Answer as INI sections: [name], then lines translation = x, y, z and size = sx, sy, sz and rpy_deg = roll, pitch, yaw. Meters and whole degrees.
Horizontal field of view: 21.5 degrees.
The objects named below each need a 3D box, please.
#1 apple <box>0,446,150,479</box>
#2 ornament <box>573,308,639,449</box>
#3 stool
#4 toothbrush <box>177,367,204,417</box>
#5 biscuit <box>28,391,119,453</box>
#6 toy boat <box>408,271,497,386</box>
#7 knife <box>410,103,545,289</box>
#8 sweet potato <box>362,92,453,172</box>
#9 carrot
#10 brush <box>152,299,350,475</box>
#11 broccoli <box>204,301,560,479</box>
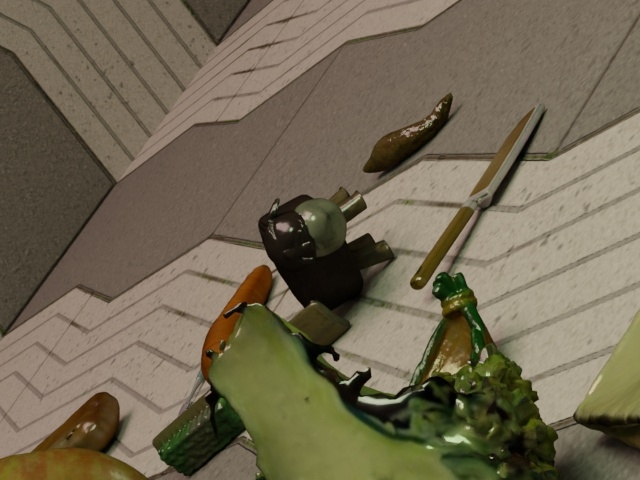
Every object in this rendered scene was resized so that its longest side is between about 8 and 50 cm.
[apple]
translation = -0.243, 0.316, 1.551
size = 0.264, 0.264, 0.264
rpy_deg = -45, 16, 17
[ornament]
translation = 0.236, 0.078, 1.129
size = 0.180, 0.059, 0.201
rpy_deg = -40, 16, 37
[stool]
translation = 0.000, 0.000, 1.785
size = 0.121, 0.125, 0.217
rpy_deg = -30, -17, -6
[toothbrush]
translation = -0.141, 0.158, 2.073
size = 0.014, 0.011, 0.167
rpy_deg = -30, 25, 40
[biscuit]
translation = -0.376, 0.342, 2.208
size = 0.290, 0.062, 0.237
rpy_deg = -42, 16, 26
[toy boat]
translation = 0.083, 0.128, 1.369
size = 0.089, 0.088, 0.229
rpy_deg = -27, 27, 53
[knife]
translation = 0.162, -0.045, 1.675
size = 0.256, 0.022, 0.046
rpy_deg = -54, 8, -30
[sweet potato]
translation = 0.101, -0.120, 2.000
size = 0.153, 0.038, 0.041
rpy_deg = -38, 42, 33
[carrot]
translation = -0.102, 0.106, 2.011
size = 0.271, 0.062, 0.066
rpy_deg = -77, -3, -66
[brush]
translation = -0.079, 0.163, 1.813
size = 0.282, 0.054, 0.048
rpy_deg = -42, 27, 27
[broccoli]
translation = 0.044, 0.161, 1.176
size = 0.242, 0.273, 0.180
rpy_deg = -45, -17, 13
